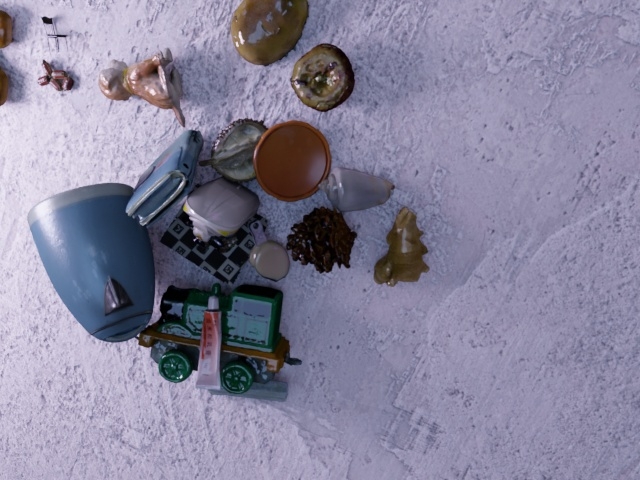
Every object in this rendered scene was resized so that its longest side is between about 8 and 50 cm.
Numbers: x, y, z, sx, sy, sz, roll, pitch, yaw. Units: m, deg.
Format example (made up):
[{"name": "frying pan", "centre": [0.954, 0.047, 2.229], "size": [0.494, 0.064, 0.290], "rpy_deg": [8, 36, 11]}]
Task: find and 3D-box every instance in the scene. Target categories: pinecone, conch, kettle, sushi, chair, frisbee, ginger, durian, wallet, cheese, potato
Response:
[{"name": "pinecone", "centre": [0.000, 0.000, 1.291], "size": [0.173, 0.173, 0.174], "rpy_deg": [1, 103, 6]}, {"name": "conch", "centre": [0.082, -0.120, 1.302], "size": [0.176, 0.094, 0.104], "rpy_deg": [0, 90, -20]}, {"name": "kettle", "centre": [-0.511, 0.078, 1.306], "size": [0.247, 0.319, 0.342], "rpy_deg": [-18, 83, -22]}, {"name": "sushi", "centre": [-0.261, -0.014, 1.363], "size": [0.210, 0.040, 0.193], "rpy_deg": [30, 75, 0]}, {"name": "chair", "centre": [-0.633, -0.493, 1.309], "size": [0.042, 0.037, 0.086], "rpy_deg": [-2, 107, 19]}, {"name": "frisbee", "centre": [-0.067, -0.187, 1.292], "size": [0.192, 0.035, 0.192], "rpy_deg": [-7, 111, -19]}, {"name": "ginger", "centre": [0.203, 0.029, 1.308], "size": [0.115, 0.081, 0.205], "rpy_deg": [31, 116, 31]}, {"name": "durian", "centre": [-0.198, -0.215, 1.290], "size": [0.188, 0.091, 0.148], "rpy_deg": [-24, 123, -11]}, {"name": "wallet", "centre": [-0.346, -0.148, 1.244], "size": [0.176, 0.250, 0.075], "rpy_deg": [-39, 116, 18]}, {"name": "cheese", "centre": [-0.138, 0.031, 1.333], "size": [0.092, 0.047, 0.171], "rpy_deg": [-49, 124, -14]}, {"name": "potato", "centre": [-0.117, -0.491, 1.230], "size": [0.164, 0.081, 0.200], "rpy_deg": [40, 106, -4]}]

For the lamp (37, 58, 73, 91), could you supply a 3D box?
[{"name": "lamp", "centre": [-0.644, -0.397, 1.338], "size": [0.083, 0.031, 0.063], "rpy_deg": [21, 106, -2]}]

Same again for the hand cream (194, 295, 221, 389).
[{"name": "hand cream", "centre": [-0.256, 0.237, 1.267], "size": [0.052, 0.038, 0.216], "rpy_deg": [3, 89, 30]}]

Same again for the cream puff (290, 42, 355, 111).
[{"name": "cream puff", "centre": [0.007, -0.366, 1.241], "size": [0.149, 0.084, 0.149], "rpy_deg": [2, 101, 10]}]

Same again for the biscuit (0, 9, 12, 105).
[{"name": "biscuit", "centre": [-0.893, -0.465, 1.333], "size": [0.290, 0.062, 0.237], "rpy_deg": [11, 103, 4]}]

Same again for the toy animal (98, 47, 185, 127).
[{"name": "toy animal", "centre": [-0.423, -0.342, 1.291], "size": [0.185, 0.104, 0.184], "rpy_deg": [-10, 108, 4]}]

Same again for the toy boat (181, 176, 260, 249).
[{"name": "toy boat", "centre": [-0.233, -0.064, 1.243], "size": [0.140, 0.269, 0.141], "rpy_deg": [6, 116, 12]}]

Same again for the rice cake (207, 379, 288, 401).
[{"name": "rice cake", "centre": [-0.192, 0.388, 1.436], "size": [0.226, 0.085, 0.040], "rpy_deg": [4, 58, 5]}]

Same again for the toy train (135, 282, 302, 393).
[{"name": "toy train", "centre": [-0.249, 0.223, 1.360], "size": [0.429, 0.178, 0.249], "rpy_deg": [10, 97, 4]}]
